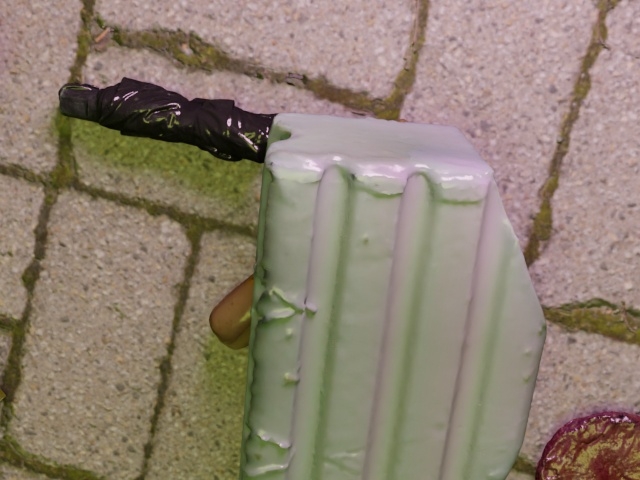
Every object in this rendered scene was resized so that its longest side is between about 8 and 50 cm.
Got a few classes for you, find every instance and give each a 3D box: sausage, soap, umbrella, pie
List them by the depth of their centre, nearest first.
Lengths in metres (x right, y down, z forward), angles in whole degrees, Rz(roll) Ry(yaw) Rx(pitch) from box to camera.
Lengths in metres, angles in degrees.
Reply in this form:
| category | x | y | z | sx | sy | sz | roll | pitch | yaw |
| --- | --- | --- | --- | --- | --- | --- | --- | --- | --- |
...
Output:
| category | x | y | z | sx | sy | sz | roll | pitch | yaw |
| --- | --- | --- | --- | --- | --- | --- | --- | --- | --- |
| soap | 0.060 | 0.119 | 0.985 | 0.261 | 0.156 | 0.446 | 4 | 110 | -4 |
| umbrella | -0.153 | -0.124 | 1.046 | 0.236 | 0.066 | 0.059 | 12 | 109 | 8 |
| sausage | 0.002 | 0.001 | 1.053 | 0.066 | 0.066 | 0.301 | 44 | 105 | -3 |
| pie | 0.299 | 0.245 | 1.077 | 0.154 | 0.036 | 0.154 | 2 | 102 | 7 |

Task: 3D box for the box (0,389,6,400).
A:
| category | x | y | z | sx | sy | sz | roll | pitch | yaw |
| --- | --- | --- | --- | --- | --- | --- | --- | --- | --- |
| box | -0.523 | 0.207 | 1.177 | 0.311 | 0.043 | 0.173 | -39 | 94 | 13 |
